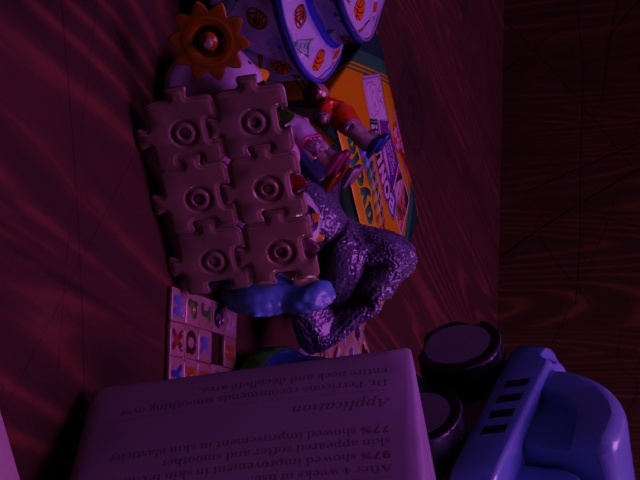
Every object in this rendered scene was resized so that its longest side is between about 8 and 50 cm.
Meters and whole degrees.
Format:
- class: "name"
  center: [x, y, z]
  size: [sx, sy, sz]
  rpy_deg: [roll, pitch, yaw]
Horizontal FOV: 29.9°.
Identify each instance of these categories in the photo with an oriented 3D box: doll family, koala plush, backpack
- class: "doll family"
  center: [-0.030, -0.133, 1.596]
  size: [0.118, 0.163, 0.263]
  rpy_deg: [-55, 170, 21]
- class: "koala plush"
  center: [0.000, 0.000, 1.659]
  size: [0.221, 0.203, 0.196]
  rpy_deg: [54, 6, -15]
- class: "backpack"
  center: [-0.033, -0.330, 1.522]
  size: [0.276, 0.213, 0.263]
  rpy_deg: [50, 53, -51]

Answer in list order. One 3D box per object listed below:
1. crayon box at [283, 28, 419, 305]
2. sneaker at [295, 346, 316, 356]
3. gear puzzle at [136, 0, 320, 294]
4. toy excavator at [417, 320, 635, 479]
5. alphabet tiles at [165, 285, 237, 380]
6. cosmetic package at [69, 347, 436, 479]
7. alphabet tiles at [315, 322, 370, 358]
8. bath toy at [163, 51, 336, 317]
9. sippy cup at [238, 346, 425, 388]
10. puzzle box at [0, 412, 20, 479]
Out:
- class: "crayon box"
  center: [0.051, -0.117, 1.913]
  size: [0.313, 0.106, 0.363]
  rpy_deg: [-63, 142, -58]
- class: "sneaker"
  center: [-0.032, 0.223, 1.710]
  size: [0.061, 0.053, 0.152]
  rpy_deg: [46, 45, -60]
- class: "gear puzzle"
  center: [-0.109, -0.102, 1.338]
  size: [0.044, 0.175, 0.339]
  rpy_deg: [-89, 169, -65]
- class: "toy excavator"
  center: [0.278, 0.288, 1.291]
  size: [0.433, 0.445, 0.222]
  rpy_deg: [-52, 133, -49]
- class: "alphabet tiles"
  center: [-0.143, 0.186, 1.443]
  size: [0.198, 0.009, 0.237]
  rpy_deg: [31, 57, -69]
- class: "cosmetic package"
  center: [-0.045, 0.357, 1.082]
  size: [0.394, 0.329, 0.328]
  rpy_deg: [-87, 168, -56]
- class: "alphabet tiles"
  center: [0.028, 0.134, 1.980]
  size: [0.285, 0.011, 0.343]
  rpy_deg: [-75, 154, -46]
- class: "bath toy"
  center: [-0.077, -0.073, 1.439]
  size: [0.151, 0.129, 0.348]
  rpy_deg: [-37, 124, -36]
- class: "sippy cup"
  center: [0.027, 0.252, 1.534]
  size: [0.305, 0.224, 0.240]
  rpy_deg: [-51, 131, -53]
- class: "puzzle box"
  center: [-0.288, 0.340, 0.898]
  size: [0.272, 0.052, 0.409]
  rpy_deg: [-54, 138, -64]
